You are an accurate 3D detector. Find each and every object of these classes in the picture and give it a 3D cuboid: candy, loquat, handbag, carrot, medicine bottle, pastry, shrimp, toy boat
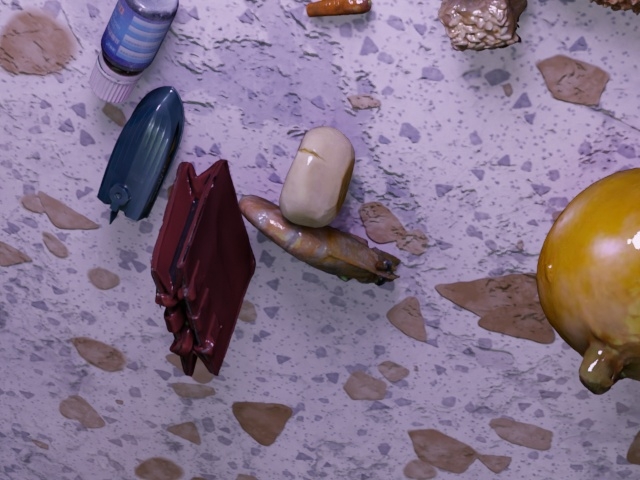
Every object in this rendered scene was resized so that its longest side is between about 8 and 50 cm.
[{"bbox_3d":[0.216,-0.300,1.613,0.110,0.095,0.085,-4,136,26],"label":"candy"},{"bbox_3d":[0.458,0.070,1.739,0.328,0.359,0.328,30,154,16],"label":"loquat"},{"bbox_3d":[-0.185,0.038,1.928,0.084,0.275,0.260,1,135,12],"label":"handbag"},{"bbox_3d":[0.026,-0.325,1.688,0.093,0.032,0.032,-2,133,23],"label":"carrot"},{"bbox_3d":[-0.274,-0.287,1.770,0.083,0.083,0.203,25,135,-10],"label":"medicine bottle"},{"bbox_3d":[-0.004,-0.095,1.829,0.092,0.156,0.156,14,136,7],"label":"pastry"},{"bbox_3d":[0.000,0.000,1.962,0.317,0.168,0.077,25,101,-34],"label":"shrimp"},{"bbox_3d":[-0.274,-0.141,1.921,0.093,0.103,0.246,30,122,4],"label":"toy boat"}]

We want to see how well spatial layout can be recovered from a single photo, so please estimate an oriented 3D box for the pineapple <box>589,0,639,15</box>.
[{"bbox_3d":[0.281,-0.355,1.522,0.277,0.119,0.130,14,129,3],"label":"pineapple"}]
